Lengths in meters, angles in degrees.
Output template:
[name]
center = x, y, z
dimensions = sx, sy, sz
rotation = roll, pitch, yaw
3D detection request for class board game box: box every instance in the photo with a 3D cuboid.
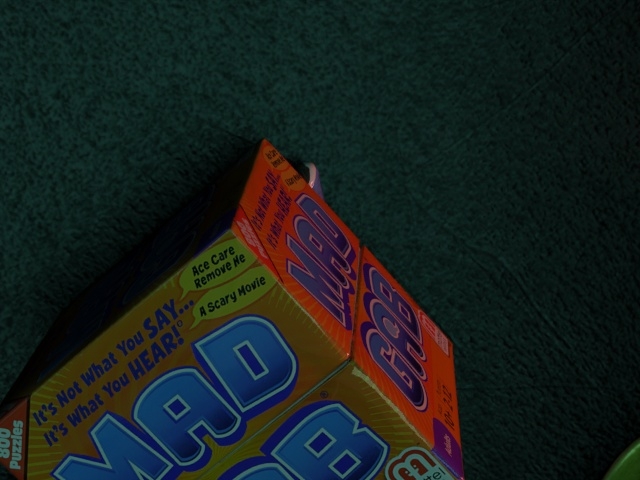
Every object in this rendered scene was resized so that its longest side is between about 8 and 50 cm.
[board game box]
center = -0.091, 0.166, 1.508
dimensions = 0.356, 0.356, 0.356
rotation = -39, 102, 14

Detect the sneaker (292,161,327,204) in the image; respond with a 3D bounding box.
[sneaker]
center = 0.000, 0.000, 1.687
dimensions = 0.081, 0.080, 0.211
rotation = -12, 109, -13

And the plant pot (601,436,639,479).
[plant pot]
center = 0.536, 0.402, 1.746
dimensions = 0.276, 0.276, 0.254
rotation = -45, 114, 0
